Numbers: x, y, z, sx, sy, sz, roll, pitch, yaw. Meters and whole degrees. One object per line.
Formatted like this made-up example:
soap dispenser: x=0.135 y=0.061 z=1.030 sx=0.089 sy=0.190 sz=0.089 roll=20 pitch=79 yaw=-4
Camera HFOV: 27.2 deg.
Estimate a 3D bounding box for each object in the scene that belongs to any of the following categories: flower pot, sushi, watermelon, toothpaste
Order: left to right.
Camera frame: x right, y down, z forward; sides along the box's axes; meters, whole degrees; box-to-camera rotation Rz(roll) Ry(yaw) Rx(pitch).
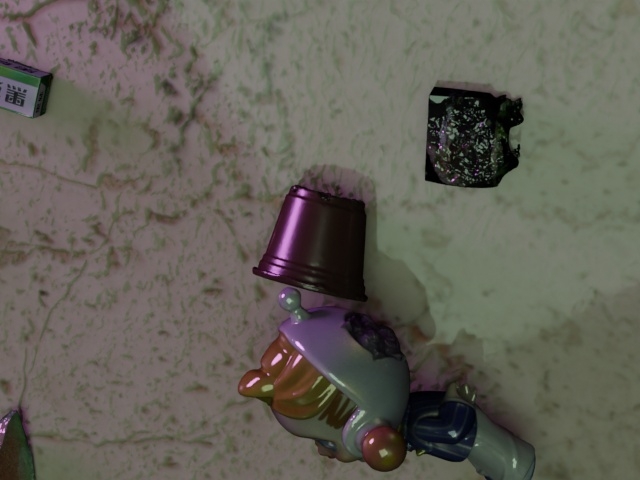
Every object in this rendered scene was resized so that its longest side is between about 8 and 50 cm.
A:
toothpaste: x=-0.343 y=-0.162 z=1.249 sx=0.178 sy=0.037 sz=0.043 roll=18 pitch=104 yaw=5
watermelon: x=-0.337 y=0.260 z=1.338 sx=0.101 sy=0.080 sz=0.155 roll=-7 pitch=118 yaw=20
flower pot: x=0.000 y=0.000 z=1.207 sx=0.111 sy=0.111 sz=0.089 roll=14 pitch=90 yaw=6
sushi: x=0.137 y=-0.090 z=1.180 sx=0.084 sy=0.056 sz=0.083 roll=7 pitch=104 yaw=8

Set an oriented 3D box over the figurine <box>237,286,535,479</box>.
figurine: x=0.069 y=0.151 z=1.182 sx=0.274 sy=0.194 sz=0.133 roll=26 pitch=95 yaw=3
